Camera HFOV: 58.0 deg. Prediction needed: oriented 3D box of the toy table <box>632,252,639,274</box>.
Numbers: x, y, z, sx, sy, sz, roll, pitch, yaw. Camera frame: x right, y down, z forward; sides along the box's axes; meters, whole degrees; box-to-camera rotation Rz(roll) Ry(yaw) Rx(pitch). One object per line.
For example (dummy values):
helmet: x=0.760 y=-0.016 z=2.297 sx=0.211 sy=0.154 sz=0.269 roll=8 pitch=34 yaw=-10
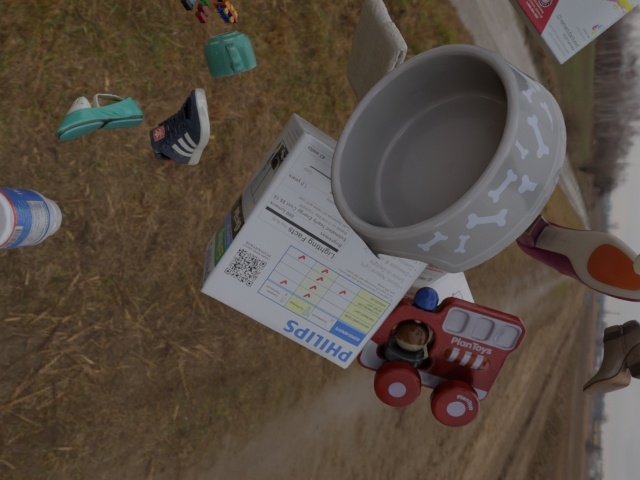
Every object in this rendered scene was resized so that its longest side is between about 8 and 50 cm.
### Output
toy table: x=0.586 y=-0.004 z=0.799 sx=0.252 sy=0.274 sz=0.160 roll=6 pitch=97 yaw=-40

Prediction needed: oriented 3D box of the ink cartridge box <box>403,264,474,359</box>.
ink cartridge box: x=0.276 y=0.162 z=1.435 sx=0.119 sy=0.207 sz=0.353 roll=-30 pitch=107 yaw=-21

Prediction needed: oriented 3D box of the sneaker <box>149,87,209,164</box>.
sneaker: x=-0.405 y=-0.310 z=1.637 sx=0.350 sy=0.148 sz=0.131 roll=132 pitch=-47 yaw=-61

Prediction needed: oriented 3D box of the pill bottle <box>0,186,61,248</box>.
pill bottle: x=-0.624 y=-0.045 z=1.171 sx=0.221 sy=0.124 sz=0.124 roll=-56 pitch=147 yaw=-87

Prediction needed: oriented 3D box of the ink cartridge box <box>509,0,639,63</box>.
ink cartridge box: x=0.352 y=-0.348 z=0.767 sx=0.127 sy=0.175 sz=0.072 roll=39 pitch=25 yaw=-28

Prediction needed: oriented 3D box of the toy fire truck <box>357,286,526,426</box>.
toy fire truck: x=0.245 y=0.224 z=1.223 sx=0.169 sy=0.302 sz=0.253 roll=-69 pitch=177 yaw=-68

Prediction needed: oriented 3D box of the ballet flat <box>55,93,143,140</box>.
ballet flat: x=-0.526 y=-0.295 z=1.347 sx=0.247 sy=0.083 sz=0.087 roll=-32 pitch=97 yaw=-54

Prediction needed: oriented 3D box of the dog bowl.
dog bowl: x=0.160 y=-0.126 z=0.836 sx=0.102 sy=0.349 sz=0.348 roll=31 pitch=63 yaw=-41

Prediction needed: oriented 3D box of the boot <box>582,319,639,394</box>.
boot: x=0.439 y=0.173 z=0.864 sx=0.042 sy=0.118 sz=0.086 roll=26 pitch=48 yaw=-27

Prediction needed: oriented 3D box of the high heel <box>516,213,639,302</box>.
high heel: x=0.618 y=0.046 z=1.350 sx=0.127 sy=0.377 sz=0.181 roll=-49 pitch=136 yaw=4

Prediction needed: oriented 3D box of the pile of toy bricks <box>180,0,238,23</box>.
pile of toy bricks: x=-0.255 y=-0.586 z=1.289 sx=0.212 sy=0.118 sz=0.105 roll=51 pitch=49 yaw=-67

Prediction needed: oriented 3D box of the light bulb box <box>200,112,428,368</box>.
light bulb box: x=0.000 y=0.000 z=1.181 sx=0.361 sy=0.358 sz=0.225 roll=-54 pitch=-161 yaw=13

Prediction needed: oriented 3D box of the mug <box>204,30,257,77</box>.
mug: x=-0.233 y=-0.498 z=1.528 sx=0.129 sy=0.158 sz=0.097 roll=-37 pitch=123 yaw=-39

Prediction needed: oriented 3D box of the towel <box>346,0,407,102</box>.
towel: x=0.136 y=-0.444 z=1.439 sx=0.282 sy=0.049 sz=0.187 roll=110 pitch=-39 yaw=-62
